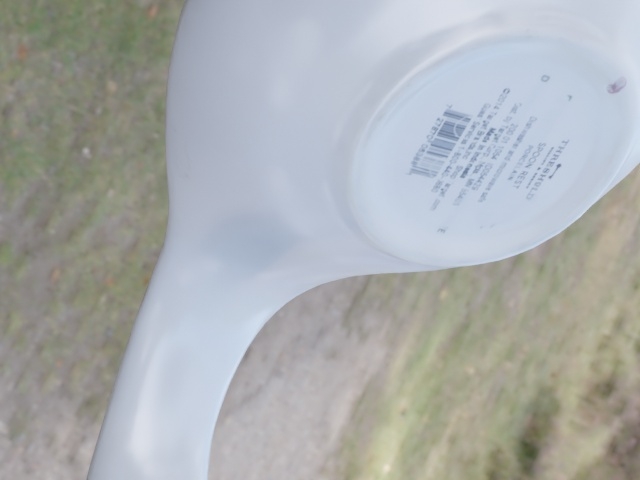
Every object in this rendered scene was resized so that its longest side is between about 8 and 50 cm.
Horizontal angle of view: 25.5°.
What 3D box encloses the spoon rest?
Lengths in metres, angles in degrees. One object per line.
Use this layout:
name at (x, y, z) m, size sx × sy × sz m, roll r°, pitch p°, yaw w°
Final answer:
spoon rest at (0.000, 0.000, 0.389) m, size 0.137 × 0.084 × 0.276 m, roll 14°, pitch 125°, yaw -29°
